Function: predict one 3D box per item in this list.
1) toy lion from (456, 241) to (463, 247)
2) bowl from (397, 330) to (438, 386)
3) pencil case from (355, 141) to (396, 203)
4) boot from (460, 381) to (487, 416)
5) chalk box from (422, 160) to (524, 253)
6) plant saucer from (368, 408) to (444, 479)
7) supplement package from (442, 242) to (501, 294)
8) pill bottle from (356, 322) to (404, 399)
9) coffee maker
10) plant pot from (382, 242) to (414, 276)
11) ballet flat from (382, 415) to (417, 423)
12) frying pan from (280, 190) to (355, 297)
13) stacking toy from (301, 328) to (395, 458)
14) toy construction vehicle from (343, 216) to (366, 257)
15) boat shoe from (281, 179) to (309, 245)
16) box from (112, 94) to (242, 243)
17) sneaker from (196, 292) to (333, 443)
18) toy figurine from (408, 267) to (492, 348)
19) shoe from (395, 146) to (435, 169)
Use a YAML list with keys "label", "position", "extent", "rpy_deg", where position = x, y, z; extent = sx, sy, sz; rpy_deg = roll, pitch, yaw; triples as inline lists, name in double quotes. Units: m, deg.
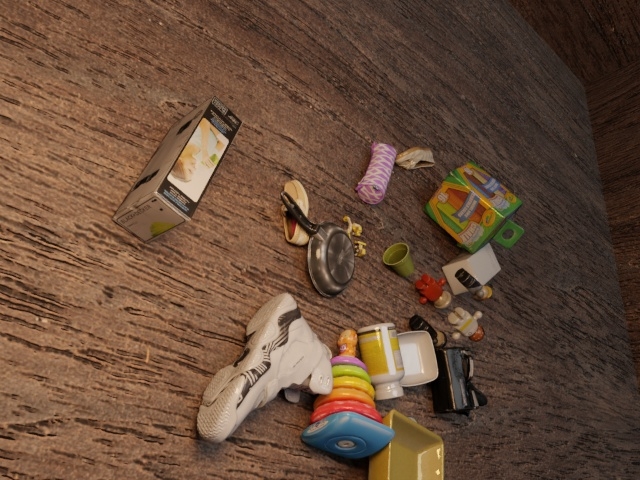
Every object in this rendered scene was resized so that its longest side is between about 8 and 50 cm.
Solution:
- label: "toy lion"
  position: [0.522, 0.001, 1.994]
  extent: [0.096, 0.100, 0.034]
  rpy_deg: [-45, 128, -60]
- label: "bowl"
  position: [0.241, 0.323, 1.580]
  extent: [0.142, 0.053, 0.142]
  rpy_deg: [-4, 75, -25]
- label: "pencil case"
  position: [0.167, -0.201, 1.731]
  extent: [0.088, 0.086, 0.206]
  rpy_deg: [25, 51, -3]
- label: "boot"
  position: [0.450, 0.487, 1.750]
  extent: [0.121, 0.045, 0.099]
  rpy_deg: [47, 43, -11]
- label: "chalk box"
  position: [0.519, -0.090, 1.886]
  extent: [0.289, 0.180, 0.179]
  rpy_deg: [44, 40, 17]
- label: "plant saucer"
  position: [0.198, 0.606, 1.374]
  extent: [0.332, 0.080, 0.333]
  rpy_deg: [41, 46, -46]
- label: "supplement package"
  position: [0.503, 0.093, 1.927]
  extent: [0.179, 0.105, 0.105]
  rpy_deg: [-27, 93, -48]
- label: "pill bottle"
  position: [0.158, 0.309, 1.485]
  extent: [0.103, 0.103, 0.184]
  rpy_deg: [4, 71, -45]
- label: "coffee maker"
  position: [0.357, 0.401, 1.656]
  extent: [0.171, 0.120, 0.179]
  rpy_deg: [-3, 70, -4]
- label: "plant pot"
  position: [0.236, 0.063, 1.697]
  extent: [0.079, 0.083, 0.083]
  rpy_deg: [52, 43, -35]
- label: "ballet flat"
  position: [0.209, 0.486, 1.491]
  extent: [0.188, 0.070, 0.070]
  rpy_deg: [9, 67, -43]
- label: "frying pan"
  position: [0.015, -0.011, 1.464]
  extent: [0.197, 0.053, 0.326]
  rpy_deg: [-43, 122, -50]
- label: "stacking toy"
  position: [0.062, 0.334, 1.360]
  extent: [0.165, 0.175, 0.302]
  rpy_deg: [30, 42, -26]
- label: "toy construction vehicle"
  position: [0.095, -0.011, 1.607]
  extent: [0.085, 0.035, 0.098]
  rpy_deg: [21, 59, -38]
- label: "boat shoe"
  position: [-0.068, -0.072, 1.447]
  extent: [0.059, 0.063, 0.170]
  rpy_deg: [6, 70, -50]
- label: "box"
  position: [-0.286, -0.146, 1.182]
  extent: [0.087, 0.169, 0.290]
  rpy_deg: [43, 46, -28]
- label: "sneaker"
  position: [-0.093, 0.297, 1.207]
  extent: [0.210, 0.137, 0.366]
  rpy_deg: [47, 43, -17]
- label: "toy figurine"
  position: [0.379, 0.201, 1.679]
  extent: [0.148, 0.209, 0.213]
  rpy_deg: [41, 49, -34]
- label: "shoe"
  position: [0.314, -0.268, 1.909]
  extent: [0.219, 0.076, 0.058]
  rpy_deg: [-15, 79, -50]
